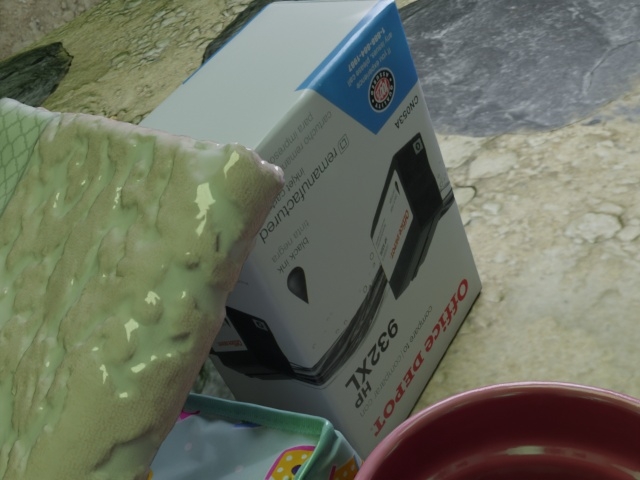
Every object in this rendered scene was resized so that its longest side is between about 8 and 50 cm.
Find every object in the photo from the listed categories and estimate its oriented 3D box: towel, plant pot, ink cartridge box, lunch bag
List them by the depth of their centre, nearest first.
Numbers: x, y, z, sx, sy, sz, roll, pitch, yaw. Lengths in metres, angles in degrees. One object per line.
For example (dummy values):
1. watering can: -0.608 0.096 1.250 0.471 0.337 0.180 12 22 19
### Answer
1. plant pot: 0.117 0.203 0.421 0.201 0.180 0.201 -7 36 5
2. towel: -0.186 0.077 0.472 0.317 0.053 0.331 20 85 49
3. lunch bag: -0.079 0.203 0.523 0.262 0.223 0.160 0 51 32
4. ink cartridge box: 0.000 0.000 0.658 0.129 0.307 0.223 10 49 37
